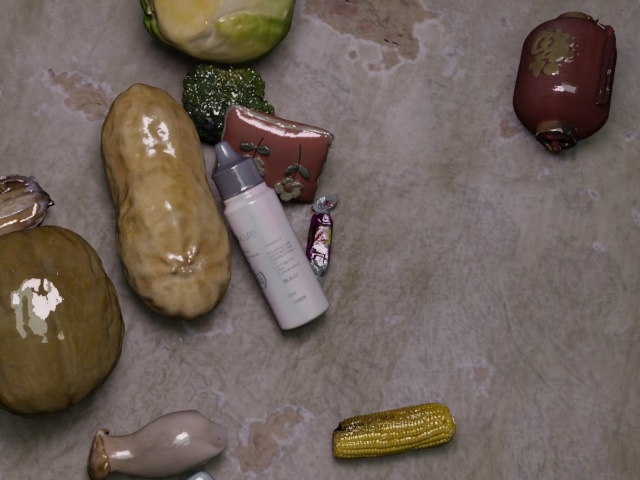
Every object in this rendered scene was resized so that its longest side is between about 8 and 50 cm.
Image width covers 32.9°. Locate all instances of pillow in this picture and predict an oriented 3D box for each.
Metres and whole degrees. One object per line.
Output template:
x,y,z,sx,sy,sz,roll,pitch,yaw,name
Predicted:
-0.080,-0.131,1.755,0.179,0.171,0.075,16,45,-3,pillow

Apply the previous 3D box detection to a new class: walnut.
-0.405,0.117,1.580,0.283,0.227,0.283,13,63,-26,walnut

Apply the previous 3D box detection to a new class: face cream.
-0.089,-0.014,1.706,0.092,0.092,0.311,-28,99,-18,face cream

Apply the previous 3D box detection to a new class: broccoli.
-0.152,-0.222,1.797,0.162,0.145,0.138,17,38,9,broccoli

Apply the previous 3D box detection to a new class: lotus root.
-0.571,-0.002,1.669,0.329,0.078,0.167,-23,64,-21,lotus root

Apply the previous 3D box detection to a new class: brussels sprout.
-0.165,-0.413,1.777,0.259,0.227,0.294,15,26,9,brussels sprout

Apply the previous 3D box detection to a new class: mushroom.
-0.244,0.307,1.622,0.212,0.088,0.097,-9,64,-7,mushroom

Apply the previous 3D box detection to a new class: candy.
0.000,0.000,1.792,0.045,0.043,0.175,7,71,2,candy

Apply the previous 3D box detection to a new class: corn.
0.115,0.300,1.701,0.203,0.072,0.072,-8,74,-12,corn

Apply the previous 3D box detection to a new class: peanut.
-0.248,-0.062,1.688,0.169,0.192,0.387,-17,76,0,peanut

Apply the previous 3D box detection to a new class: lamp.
0.432,-0.278,1.893,0.180,0.180,0.258,14,69,-6,lamp

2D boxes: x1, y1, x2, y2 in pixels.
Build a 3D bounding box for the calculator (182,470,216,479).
-0.218,0.448,1.601,0.246,0.045,0.141,-34,81,-19,calculator
